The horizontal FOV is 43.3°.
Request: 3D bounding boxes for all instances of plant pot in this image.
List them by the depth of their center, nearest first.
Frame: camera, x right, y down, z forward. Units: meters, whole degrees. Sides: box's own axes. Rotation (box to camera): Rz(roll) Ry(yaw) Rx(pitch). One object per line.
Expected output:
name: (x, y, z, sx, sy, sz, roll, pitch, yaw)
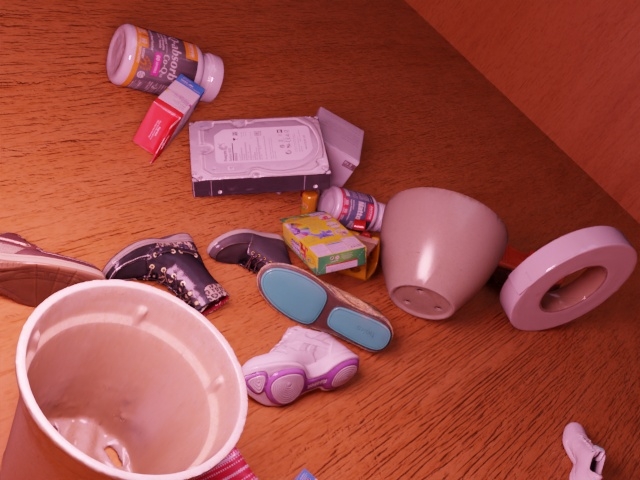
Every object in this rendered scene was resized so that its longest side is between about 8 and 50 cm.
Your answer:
plant pot: (-0.323, 0.282, 1.201, 0.334, 0.305, 0.333, 23, 37, -18)

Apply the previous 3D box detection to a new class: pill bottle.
pill bottle: (-0.408, -0.460, 2.127, 0.278, 0.162, 0.162, 9, 43, -35)
pill bottle: (0.092, -0.078, 2.166, 0.180, 0.108, 0.108, 12, 42, -32)

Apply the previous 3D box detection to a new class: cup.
cup: (0.287, 0.058, 2.039, 0.331, 0.331, 0.237, 29, 59, -12)

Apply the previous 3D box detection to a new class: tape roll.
tape roll: (0.679, 0.111, 2.217, 0.392, 0.392, 0.072, 7, 45, -36)

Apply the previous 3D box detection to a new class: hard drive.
hard drive: (-0.157, -0.216, 2.019, 0.339, 0.064, 0.237, -4, 46, -7)

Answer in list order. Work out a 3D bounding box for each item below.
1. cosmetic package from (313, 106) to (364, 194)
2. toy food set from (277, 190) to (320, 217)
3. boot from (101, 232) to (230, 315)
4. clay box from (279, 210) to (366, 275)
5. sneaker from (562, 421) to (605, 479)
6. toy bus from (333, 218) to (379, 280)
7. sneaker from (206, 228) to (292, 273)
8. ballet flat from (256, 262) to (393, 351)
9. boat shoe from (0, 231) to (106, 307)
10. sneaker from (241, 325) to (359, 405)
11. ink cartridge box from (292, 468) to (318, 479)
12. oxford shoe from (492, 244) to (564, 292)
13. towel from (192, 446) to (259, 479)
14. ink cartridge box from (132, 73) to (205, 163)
cosmetic package: (0.017, -0.245, 2.257, 0.151, 0.151, 0.183, 29, 35, -11)
toy food set: (-0.076, -0.138, 2.129, 0.111, 0.104, 0.232, -26, 49, -38)
boot: (-0.309, 0.082, 1.646, 0.178, 0.085, 0.236, 51, 36, 16)
clay box: (0.000, 0.000, 1.888, 0.127, 0.053, 0.222, -12, 29, -22)
sneaker: (0.656, 0.521, 1.971, 0.080, 0.094, 0.212, 27, 35, -12)
toy bus: (0.045, 0.031, 1.997, 0.191, 0.104, 0.202, -9, 33, -16)
sneaker: (-0.147, 0.043, 1.834, 0.222, 0.083, 0.118, -1, 50, -43)
ballet flat: (0.007, 0.146, 1.841, 0.349, 0.123, 0.123, 28, 35, -12)
boat shoe: (-0.559, 0.033, 1.457, 0.342, 0.123, 0.123, 9, 44, -26)
sneaker: (-0.064, 0.252, 1.665, 0.305, 0.114, 0.152, 1, 34, -47)
ink cartridge box: (-0.013, 0.489, 1.455, 0.122, 0.052, 0.088, 41, 34, 4)
oxford shoe: (0.526, 0.082, 2.363, 0.364, 0.132, 0.130, 21, 38, 9)
towel: (-0.234, 0.369, 1.422, 0.199, 0.031, 0.275, -11, 56, -46)
ink cartridge box: (-0.380, -0.301, 1.988, 0.078, 0.134, 0.231, 33, 34, -7)
